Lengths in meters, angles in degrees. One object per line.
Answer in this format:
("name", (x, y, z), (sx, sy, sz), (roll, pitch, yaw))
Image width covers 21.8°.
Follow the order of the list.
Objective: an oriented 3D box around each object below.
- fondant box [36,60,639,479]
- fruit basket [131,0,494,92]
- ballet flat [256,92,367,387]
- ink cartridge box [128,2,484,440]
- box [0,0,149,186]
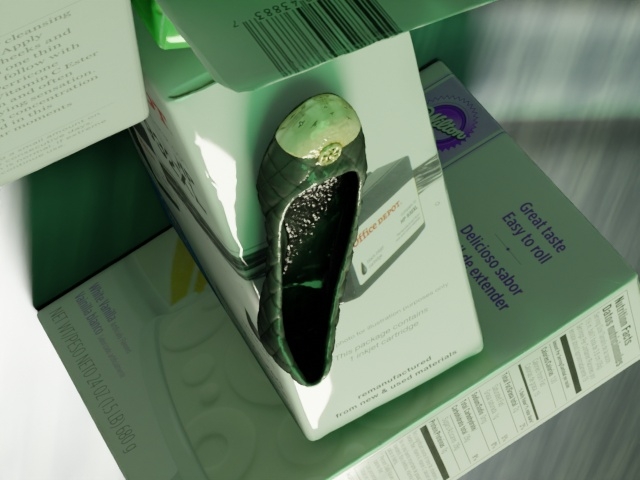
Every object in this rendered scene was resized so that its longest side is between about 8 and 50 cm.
("fondant box", (0.011, 0.059, 1.087), (0.330, 0.238, 0.096), (-32, 141, -6))
("fruit basket", (0.041, -0.227, 0.752), (0.353, 0.327, 0.165), (-20, 151, -23))
("ballet flat", (0.000, 0.000, 0.806), (0.057, 0.049, 0.173), (-16, 138, -20))
("ink cartridge box", (-0.033, -0.069, 0.931), (0.129, 0.223, 0.307), (-28, 141, -8))
("box", (-0.190, -0.156, 0.621), (0.168, 0.215, 0.345), (-26, 167, -10))
